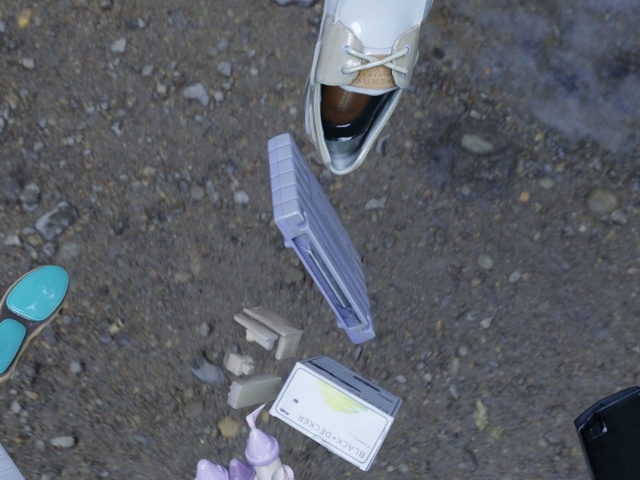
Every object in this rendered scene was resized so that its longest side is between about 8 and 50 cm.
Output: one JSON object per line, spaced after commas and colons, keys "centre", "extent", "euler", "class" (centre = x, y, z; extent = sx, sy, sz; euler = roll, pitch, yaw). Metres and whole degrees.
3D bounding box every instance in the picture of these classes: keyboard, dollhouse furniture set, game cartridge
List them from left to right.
{"centre": [-0.142, 0.231, 1.708], "extent": [0.123, 0.144, 0.151], "euler": [28, 110, 37], "class": "dollhouse furniture set"}
{"centre": [0.000, 0.000, 1.544], "extent": [0.068, 0.355, 0.230], "euler": [-24, 41, 9], "class": "game cartridge"}
{"centre": [0.253, 0.223, 0.725], "extent": [0.100, 0.038, 0.192], "euler": [-21, 99, -15], "class": "keyboard"}

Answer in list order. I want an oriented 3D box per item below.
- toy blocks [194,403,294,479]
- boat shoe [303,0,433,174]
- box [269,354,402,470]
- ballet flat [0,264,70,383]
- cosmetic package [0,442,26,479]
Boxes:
{"centre": [-0.160, 0.417, 1.274], "extent": [0.309, 0.260, 0.288], "euler": [21, 51, 43], "class": "toy blocks"}
{"centre": [0.049, -0.182, 0.805], "extent": [0.113, 0.302, 0.103], "euler": [0, 57, -9], "class": "boat shoe"}
{"centre": [0.035, 0.264, 1.350], "extent": [0.169, 0.290, 0.087], "euler": [29, 90, 11], "class": "box"}
{"centre": [-0.448, 0.127, 1.247], "extent": [0.080, 0.073, 0.232], "euler": [34, 40, -8], "class": "ballet flat"}
{"centre": [-0.490, 0.427, 1.291], "extent": [0.238, 0.127, 0.107], "euler": [40, 37, 28], "class": "cosmetic package"}
